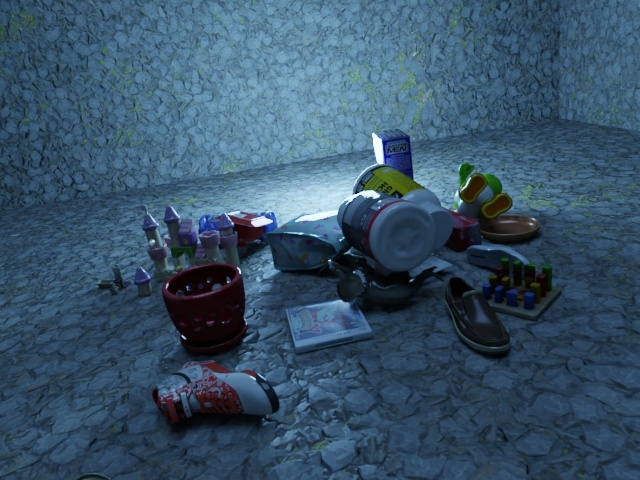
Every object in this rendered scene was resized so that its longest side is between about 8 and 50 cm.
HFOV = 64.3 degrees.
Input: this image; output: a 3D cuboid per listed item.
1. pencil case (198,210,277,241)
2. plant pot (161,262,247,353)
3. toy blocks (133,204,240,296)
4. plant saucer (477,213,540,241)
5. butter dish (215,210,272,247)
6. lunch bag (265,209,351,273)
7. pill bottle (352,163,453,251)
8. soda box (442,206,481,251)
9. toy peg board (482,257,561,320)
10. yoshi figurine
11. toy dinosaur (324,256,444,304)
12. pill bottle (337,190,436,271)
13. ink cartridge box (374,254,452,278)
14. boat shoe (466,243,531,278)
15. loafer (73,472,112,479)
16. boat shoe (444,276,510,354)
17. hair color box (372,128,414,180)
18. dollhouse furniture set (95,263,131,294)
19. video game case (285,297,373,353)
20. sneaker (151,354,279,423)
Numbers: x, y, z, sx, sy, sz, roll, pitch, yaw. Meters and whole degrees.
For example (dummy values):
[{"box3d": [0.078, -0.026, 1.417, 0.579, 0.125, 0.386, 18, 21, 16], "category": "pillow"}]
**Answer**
[{"box3d": [-0.320, -0.044, 1.935, 0.307, 0.119, 0.133, -3, 18, 14], "category": "pencil case"}, {"box3d": [-0.272, 0.169, 1.244, 0.191, 0.173, 0.191, -8, 19, 3], "category": "plant pot"}, {"box3d": [-0.448, 0.012, 1.625, 0.289, 0.259, 0.309, -1, 21, 20], "category": "toy blocks"}, {"box3d": [0.607, -0.038, 1.657, 0.200, 0.037, 0.200, -8, 20, 3], "category": "plant saucer"}, {"box3d": [-0.272, -0.033, 1.794, 0.160, 0.118, 0.160, 14, 15, 17], "category": "butter dish"}, {"box3d": [0.000, 0.000, 1.629, 0.263, 0.160, 0.223, -2, 19, 35], "category": "lunch bag"}, {"box3d": [0.255, -0.101, 1.595, 0.188, 0.187, 0.334, -16, 34, -21], "category": "pill bottle"}, {"box3d": [0.416, -0.046, 1.689, 0.092, 0.083, 0.263, -14, 20, -16], "category": "soda box"}, {"box3d": [0.476, 0.108, 1.242, 0.161, 0.079, 0.161, 10, 27, 43], "category": "toy peg board"}, {"box3d": [0.563, -0.170, 1.764, 0.203, 0.203, 0.362, -1, 4, 8], "category": "yoshi figurine"}, {"box3d": [0.160, 0.122, 1.322, 0.314, 0.120, 0.160, 12, 24, -2], "category": "toy dinosaur"}, {"box3d": [0.159, -0.040, 1.380, 0.177, 0.176, 0.318, -14, 17, -15], "category": "pill bottle"}, {"box3d": [0.269, 0.078, 1.482, 0.146, 0.045, 0.179, -19, 29, -29], "category": "ink cartridge box"}, {"box3d": [0.504, 0.043, 1.404, 0.076, 0.083, 0.226, -18, 21, -22], "category": "boat shoe"}, {"box3d": [-0.316, 0.408, 0.721, 0.102, 0.091, 0.269, -20, 22, -28], "category": "loafer"}, {"box3d": [0.338, 0.157, 1.140, 0.095, 0.095, 0.257, -11, 20, -7], "category": "boat shoe"}, {"box3d": [0.271, -0.219, 1.848, 0.110, 0.338, 0.185, -8, 20, -1], "category": "hair color box"}, {"box3d": [-0.707, 0.125, 1.685, 0.115, 0.081, 0.091, -3, 20, 16], "category": "dollhouse furniture set"}, {"box3d": [0.015, 0.202, 1.258, 0.184, 0.023, 0.201, -11, 20, -7], "category": "video game case"}, {"box3d": [-0.211, 0.306, 0.970, 0.270, 0.090, 0.145, 6, 25, 43], "category": "sneaker"}]
